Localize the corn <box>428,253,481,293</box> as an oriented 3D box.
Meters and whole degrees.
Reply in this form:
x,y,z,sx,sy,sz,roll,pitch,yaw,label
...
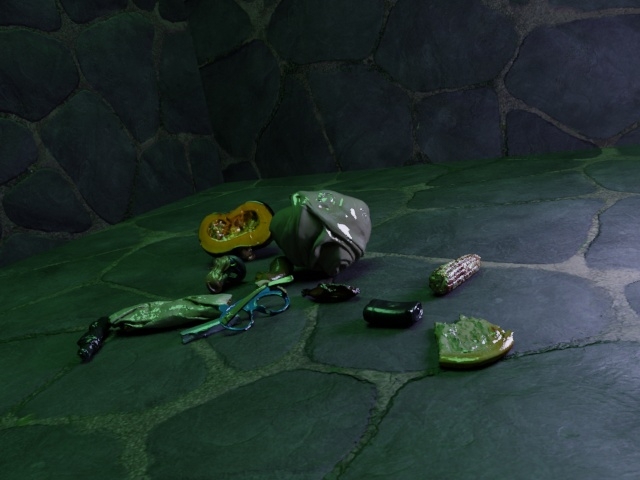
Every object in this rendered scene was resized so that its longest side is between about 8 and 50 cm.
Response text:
x,y,z,sx,sy,sz,roll,pitch,yaw,label
0.402,0.093,1.654,0.079,0.080,0.237,5,16,43,corn

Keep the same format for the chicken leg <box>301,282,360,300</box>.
x,y,z,sx,sy,sz,roll,pitch,yaw,label
0.024,0.156,1.715,0.204,0.053,0.093,3,-4,21,chicken leg

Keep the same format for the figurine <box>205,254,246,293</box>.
x,y,z,sx,sy,sz,roll,pitch,yaw,label
-0.349,0.117,1.985,0.157,0.114,0.126,-29,-11,-37,figurine

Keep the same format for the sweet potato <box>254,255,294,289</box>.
x,y,z,sx,sy,sz,roll,pitch,yaw,label
-0.151,0.100,1.959,0.111,0.085,0.286,-12,14,10,sweet potato

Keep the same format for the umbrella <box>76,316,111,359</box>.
x,y,z,sx,sy,sz,roll,pitch,yaw,label
-0.675,0.288,1.682,0.066,0.059,0.236,-36,15,0,umbrella

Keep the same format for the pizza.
x,y,z,sx,sy,sz,roll,pitch,yaw,label
0.342,0.219,1.303,0.180,0.034,0.262,-10,15,3,pizza

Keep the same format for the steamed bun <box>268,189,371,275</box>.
x,y,z,sx,sy,sz,roll,pitch,yaw,label
0.005,-0.006,1.898,0.324,0.310,0.220,17,46,-24,steamed bun

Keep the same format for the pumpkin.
x,y,z,sx,sy,sz,roll,pitch,yaw,label
-0.323,-0.017,2.344,0.324,0.242,0.232,-15,-14,1,pumpkin

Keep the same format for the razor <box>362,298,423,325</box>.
x,y,z,sx,sy,sz,roll,pitch,yaw,label
0.191,0.187,1.475,0.147,0.054,0.090,-1,18,28,razor

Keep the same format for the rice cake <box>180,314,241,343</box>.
x,y,z,sx,sy,sz,roll,pitch,yaw,label
-0.315,0.251,1.625,0.180,0.031,0.042,-18,23,-26,rice cake

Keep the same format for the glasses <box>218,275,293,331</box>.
x,y,z,sx,sy,sz,roll,pitch,yaw,label
-0.166,0.175,1.614,0.239,0.102,0.207,-23,-8,-36,glasses

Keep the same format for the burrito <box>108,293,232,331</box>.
x,y,z,sx,sy,sz,roll,pitch,yaw,label
-0.466,0.224,1.737,0.391,0.076,0.117,-10,16,2,burrito
